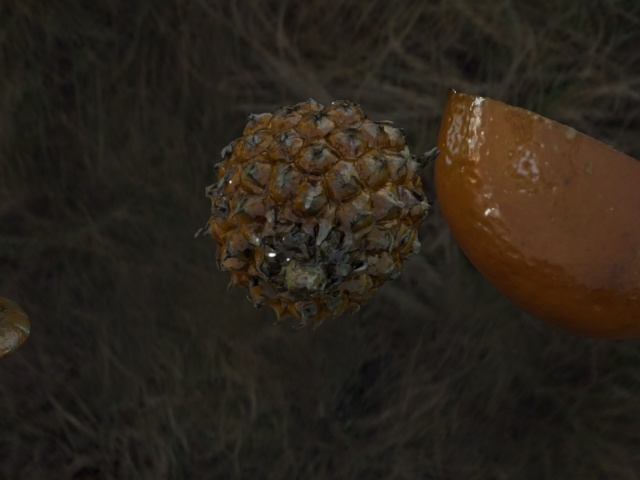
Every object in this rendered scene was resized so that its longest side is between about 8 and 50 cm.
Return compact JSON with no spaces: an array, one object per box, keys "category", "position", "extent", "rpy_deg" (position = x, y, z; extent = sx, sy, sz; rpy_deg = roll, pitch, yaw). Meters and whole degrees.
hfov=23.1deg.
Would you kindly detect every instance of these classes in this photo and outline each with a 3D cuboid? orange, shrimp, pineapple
[{"category":"orange","position":[0.265,-0.029,1.503],"extent":[0.310,0.274,0.274],"rpy_deg":[-7,74,-16]},{"category":"shrimp","position":[-0.323,0.063,1.375],"extent":[0.162,0.045,0.095],"rpy_deg":[21,51,31]},{"category":"pineapple","position":[-0.004,-0.001,1.103],"extent":[0.161,0.137,0.176],"rpy_deg":[38,119,-20]}]
